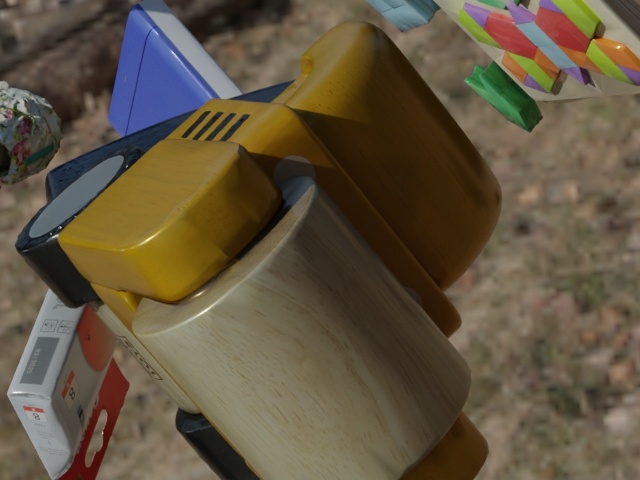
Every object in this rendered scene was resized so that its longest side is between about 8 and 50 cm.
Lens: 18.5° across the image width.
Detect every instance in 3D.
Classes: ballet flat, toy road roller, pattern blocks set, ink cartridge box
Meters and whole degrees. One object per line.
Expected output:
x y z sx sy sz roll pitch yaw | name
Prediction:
-0.307 -0.084 1.430 0.241 0.091 0.077 4 30 14 | ballet flat
0.000 0.000 1.072 0.240 0.202 0.329 -44 17 -11 | toy road roller
0.150 -0.138 1.266 0.026 0.285 0.325 -54 7 -16 | pattern blocks set
-0.181 0.119 1.555 0.045 0.179 0.145 1 50 20 | ink cartridge box

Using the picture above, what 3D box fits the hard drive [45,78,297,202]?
-0.085 -0.049 1.476 0.255 0.054 0.172 -20 25 -3 | hard drive

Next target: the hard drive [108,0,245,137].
-0.087 -0.062 1.909 0.040 0.210 0.318 -33 73 -26 | hard drive
